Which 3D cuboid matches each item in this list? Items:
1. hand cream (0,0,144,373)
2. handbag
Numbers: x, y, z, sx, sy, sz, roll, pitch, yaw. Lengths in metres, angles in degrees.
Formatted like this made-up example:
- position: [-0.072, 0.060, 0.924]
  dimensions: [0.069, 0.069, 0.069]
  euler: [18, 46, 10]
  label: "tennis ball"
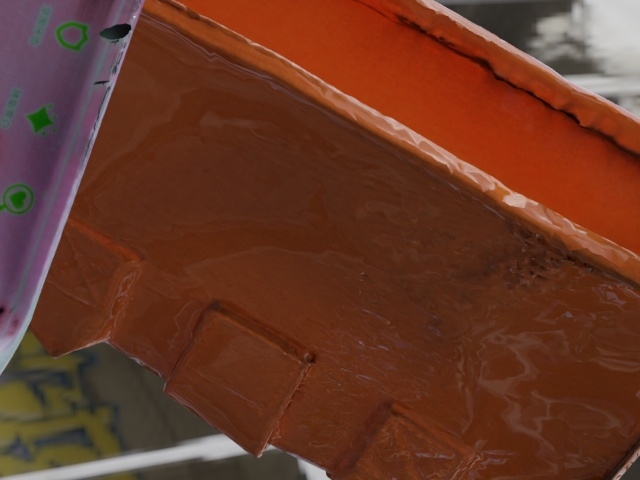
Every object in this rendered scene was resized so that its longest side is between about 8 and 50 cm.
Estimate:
- position: [-0.130, -0.023, 0.675]
  dimensions: [0.050, 0.079, 0.275]
  euler: [-1, -112, 65]
  label: "hand cream"
- position: [0.000, 0.000, 1.008]
  dimensions: [0.410, 0.116, 0.303]
  euler: [29, -41, 0]
  label: "handbag"
